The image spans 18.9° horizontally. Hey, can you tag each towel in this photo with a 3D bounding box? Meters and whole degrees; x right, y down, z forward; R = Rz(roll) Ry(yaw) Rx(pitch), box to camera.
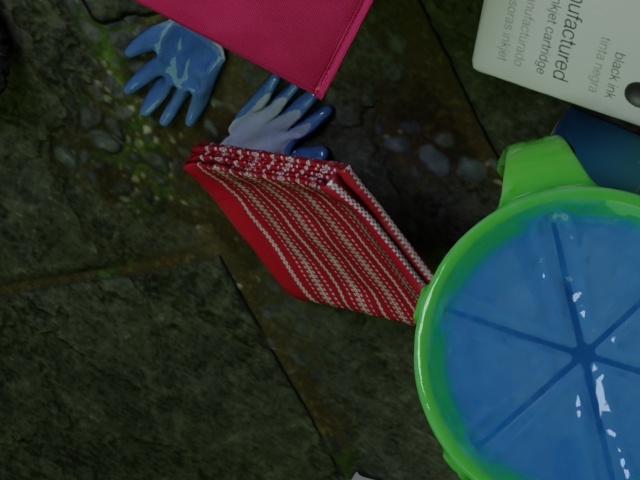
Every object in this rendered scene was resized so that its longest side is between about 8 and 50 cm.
[{"bbox_3d":[0.000,0.000,1.679,0.199,0.031,0.275,51,161,-25],"label":"towel"}]

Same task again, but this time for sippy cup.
[{"bbox_3d":[0.193,0.095,1.406,0.240,0.305,0.224,23,173,12],"label":"sippy cup"}]

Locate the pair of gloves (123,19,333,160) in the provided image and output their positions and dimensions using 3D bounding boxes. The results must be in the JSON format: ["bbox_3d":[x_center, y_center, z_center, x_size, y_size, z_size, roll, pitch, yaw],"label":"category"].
[{"bbox_3d":[-0.083,-0.125,1.723,0.198,0.023,0.159,42,135,-6],"label":"pair of gloves"}]

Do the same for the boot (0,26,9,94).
[{"bbox_3d":[-0.462,-0.242,1.763,0.260,0.131,0.348,-10,131,43],"label":"boot"}]

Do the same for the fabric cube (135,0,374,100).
[{"bbox_3d":[-0.033,-0.307,1.350,0.258,0.254,0.259,28,128,-1],"label":"fabric cube"}]

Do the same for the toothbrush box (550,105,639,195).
[{"bbox_3d":[0.291,0.055,1.582,0.296,0.126,0.216,24,133,12],"label":"toothbrush box"}]

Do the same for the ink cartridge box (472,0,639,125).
[{"bbox_3d":[0.331,-0.204,1.319,0.395,0.166,0.285,20,133,14],"label":"ink cartridge box"}]

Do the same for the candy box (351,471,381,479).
[{"bbox_3d":[0.089,0.333,1.898,0.196,0.165,0.070,17,132,16],"label":"candy box"}]
